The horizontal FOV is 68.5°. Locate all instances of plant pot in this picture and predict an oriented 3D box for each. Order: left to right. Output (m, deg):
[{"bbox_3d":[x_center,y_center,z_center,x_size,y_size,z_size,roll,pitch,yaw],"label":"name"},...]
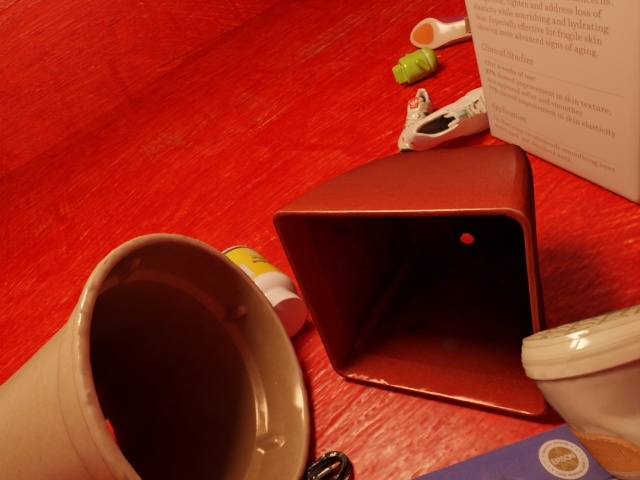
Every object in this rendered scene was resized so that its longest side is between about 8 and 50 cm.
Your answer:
[{"bbox_3d":[-0.233,0.209,0.570,0.306,0.334,0.333,-30,36,20],"label":"plant pot"},{"bbox_3d":[0.146,0.016,0.590,0.268,0.267,0.235,1,35,33],"label":"plant pot"}]

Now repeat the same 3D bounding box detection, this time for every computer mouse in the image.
[{"bbox_3d":[-0.069,0.322,0.546,0.242,0.041,0.071,-26,17,-4],"label":"computer mouse"}]

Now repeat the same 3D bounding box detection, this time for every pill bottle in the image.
[{"bbox_3d":[-0.102,0.085,0.771,0.103,0.103,0.184,-41,40,-15],"label":"pill bottle"}]

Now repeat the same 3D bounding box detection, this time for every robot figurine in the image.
[{"bbox_3d":[0.239,-0.433,1.165,0.115,0.067,0.101,-24,26,6],"label":"robot figurine"}]

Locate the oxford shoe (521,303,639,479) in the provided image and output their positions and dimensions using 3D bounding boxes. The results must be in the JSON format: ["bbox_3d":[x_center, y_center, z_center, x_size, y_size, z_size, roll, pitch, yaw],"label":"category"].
[{"bbox_3d":[0.396,0.093,0.401,0.450,0.169,0.130,-13,75,-8],"label":"oxford shoe"}]

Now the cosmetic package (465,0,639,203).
[{"bbox_3d":[0.444,-0.339,0.669,0.328,0.393,0.329,-32,39,-4],"label":"cosmetic package"}]

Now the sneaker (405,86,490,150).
[{"bbox_3d":[0.266,-0.233,0.888,0.212,0.080,0.094,-27,-2,6],"label":"sneaker"}]

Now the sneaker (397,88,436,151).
[{"bbox_3d":[0.195,-0.255,0.987,0.057,0.075,0.161,5,49,36],"label":"sneaker"}]

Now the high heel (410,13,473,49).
[{"bbox_3d":[0.359,-0.561,1.248,0.117,0.082,0.244,-19,15,-35],"label":"high heel"}]

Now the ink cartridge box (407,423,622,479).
[{"bbox_3d":[0.174,0.275,0.326,0.324,0.071,0.330,-17,31,-7],"label":"ink cartridge box"}]
